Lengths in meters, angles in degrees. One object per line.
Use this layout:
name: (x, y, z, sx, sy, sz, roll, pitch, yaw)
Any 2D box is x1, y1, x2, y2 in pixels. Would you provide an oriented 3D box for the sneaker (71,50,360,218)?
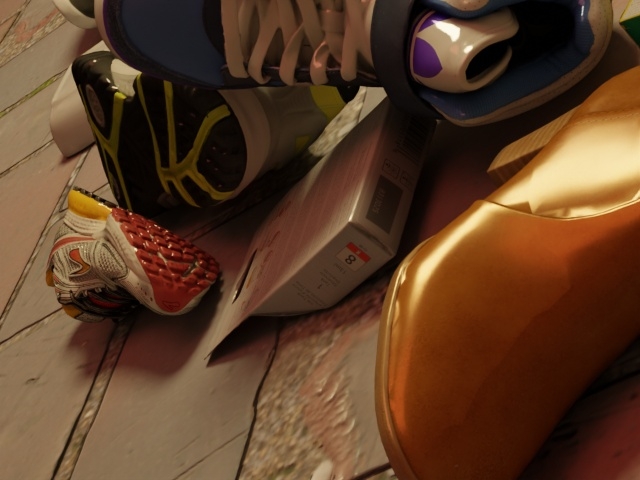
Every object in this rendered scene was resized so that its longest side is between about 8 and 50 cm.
sneaker: (-0.092, -0.102, 1.404, 0.147, 0.145, 0.385, -24, 17, -21)

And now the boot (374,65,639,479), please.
boot: (0.153, -0.003, 0.830, 0.211, 0.104, 0.295, -25, 25, 37)

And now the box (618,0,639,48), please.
box: (0.260, -0.191, 1.065, 0.105, 0.043, 0.179, -15, 38, 49)

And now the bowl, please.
bowl: (-0.217, -0.164, 1.777, 0.142, 0.053, 0.142, -29, 25, 27)

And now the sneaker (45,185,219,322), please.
sneaker: (-0.147, 0.027, 1.312, 0.092, 0.088, 0.225, -65, 25, -1)

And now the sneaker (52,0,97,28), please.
sneaker: (-0.226, -0.366, 2.072, 0.147, 0.104, 0.296, -34, 19, 33)

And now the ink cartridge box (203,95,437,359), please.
ink cartridge box: (0.000, 0.000, 1.176, 0.179, 0.045, 0.145, -46, 16, 41)

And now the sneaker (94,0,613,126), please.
sneaker: (0.023, -0.144, 1.103, 0.323, 0.130, 0.236, -4, 18, -9)
